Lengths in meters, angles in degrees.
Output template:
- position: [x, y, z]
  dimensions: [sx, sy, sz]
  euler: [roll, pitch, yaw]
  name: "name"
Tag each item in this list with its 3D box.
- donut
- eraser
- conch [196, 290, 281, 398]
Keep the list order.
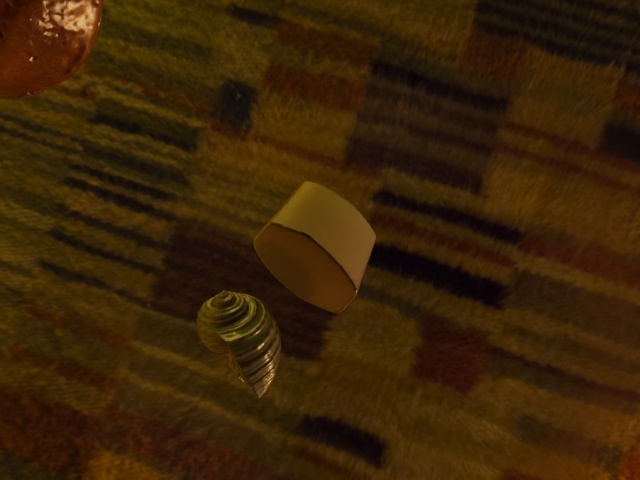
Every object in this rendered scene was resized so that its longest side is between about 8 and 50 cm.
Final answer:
- position: [-0.280, -0.225, 0.635]
  dimensions: [0.226, 0.114, 0.227]
  euler: [2, 94, 22]
  name: "donut"
- position: [0.000, 0.000, 1.266]
  dimensions: [0.174, 0.270, 0.095]
  euler: [40, 112, -4]
  name: "eraser"
- position: [-0.105, 0.139, 1.067]
  dimensions: [0.102, 0.135, 0.153]
  euler: [-38, 116, 0]
  name: "conch"
